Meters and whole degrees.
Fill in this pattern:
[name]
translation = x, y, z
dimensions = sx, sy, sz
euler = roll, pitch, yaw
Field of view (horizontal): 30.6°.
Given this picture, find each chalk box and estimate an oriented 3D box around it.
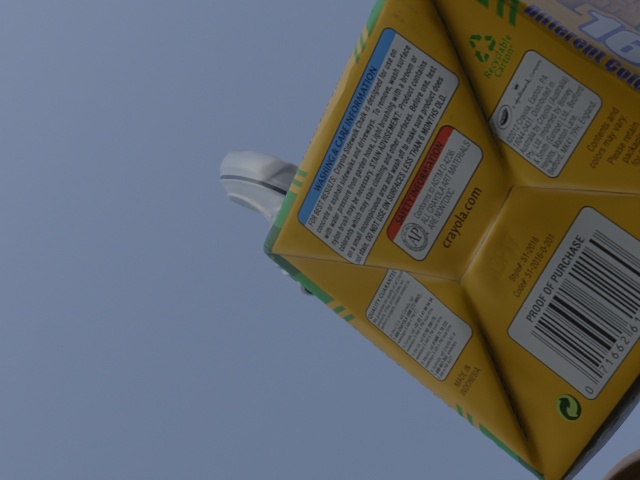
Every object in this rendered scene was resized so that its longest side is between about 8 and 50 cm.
[chalk box]
translation = 0.108, -0.040, 0.424
dimensions = 0.132, 0.213, 0.132
euler = 38, -52, 16

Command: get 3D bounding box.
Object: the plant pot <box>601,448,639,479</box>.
[plant pot]
translation = 0.290, 0.278, 0.868
dimensions = 0.110, 0.237, 0.237
euler = 12, -92, -19

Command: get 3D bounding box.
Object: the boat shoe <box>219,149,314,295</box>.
[boat shoe]
translation = 0.000, 0.000, 0.796
dimensions = 0.226, 0.083, 0.076
euler = 23, -94, 43
